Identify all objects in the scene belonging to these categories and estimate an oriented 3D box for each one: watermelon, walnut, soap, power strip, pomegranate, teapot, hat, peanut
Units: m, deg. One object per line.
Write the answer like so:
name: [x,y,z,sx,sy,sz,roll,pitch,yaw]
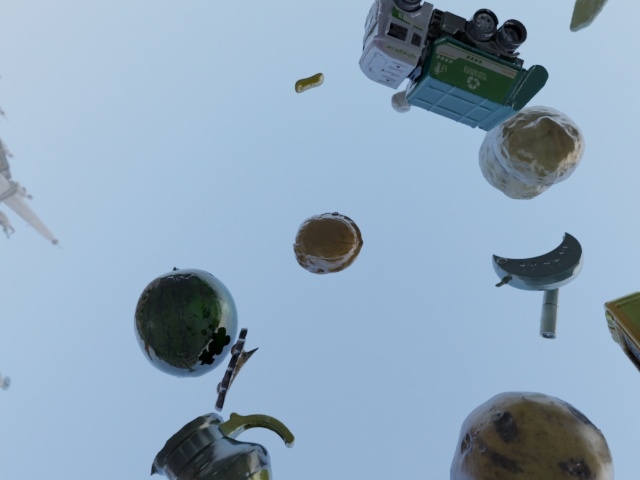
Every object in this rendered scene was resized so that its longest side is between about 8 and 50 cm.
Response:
watermelon: [-0.432,0.261,1.571,0.364,0.363,0.363,-3,-124,4]
walnut: [0.000,-0.001,1.238,0.211,0.087,0.167,-5,-107,39]
soap: [-0.025,-0.378,1.162,0.089,0.034,0.012,-30,-133,-26]
power strip: [0.568,0.064,1.270,0.254,0.054,0.167,-19,-150,1]
pomegranate: [0.371,0.407,0.865,0.282,0.281,0.281,-3,-124,4]
teapot: [-0.111,0.267,0.571,0.166,0.130,0.119,-31,-121,-33]
hat: [0.232,-0.345,1.105,0.163,0.112,0.093,-26,-158,1]
peanut: [0.441,-0.185,1.043,0.170,0.387,0.192,2,-87,10]

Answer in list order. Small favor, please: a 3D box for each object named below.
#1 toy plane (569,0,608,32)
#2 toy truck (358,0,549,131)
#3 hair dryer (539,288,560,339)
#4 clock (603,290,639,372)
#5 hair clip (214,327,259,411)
toy plane: [0.167,-0.159,0.138,0.093,0.244,0.228,-8,-85,-22]
toy truck: [0.180,-0.245,0.667,0.254,0.114,0.123,16,-102,-10]
hair dryer: [0.617,0.223,1.320,0.044,0.183,0.154,10,-124,23]
clock: [0.715,0.220,1.055,0.096,0.143,0.202,-24,-154,12]
hair clip: [-0.261,0.389,1.460,0.075,0.146,0.256,29,-101,-9]
